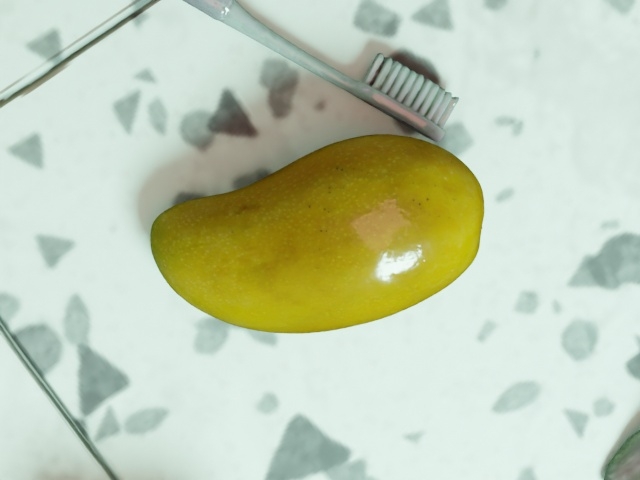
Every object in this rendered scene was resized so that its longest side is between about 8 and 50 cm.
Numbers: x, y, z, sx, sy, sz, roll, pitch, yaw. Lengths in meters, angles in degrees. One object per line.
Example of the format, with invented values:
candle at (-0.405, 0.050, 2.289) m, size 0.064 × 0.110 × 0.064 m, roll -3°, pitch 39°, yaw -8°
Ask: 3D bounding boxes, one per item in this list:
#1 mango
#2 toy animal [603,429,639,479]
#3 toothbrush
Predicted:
mango at (0.000, 0.000, 0.958) m, size 0.184 × 0.085 × 0.102 m, roll -13°, pitch 100°, yaw 0°
toy animal at (0.285, 0.100, 1.002) m, size 0.251 × 0.125 × 0.127 m, roll -35°, pitch 74°, yaw 5°
toothbrush at (-0.079, -0.149, 0.951) m, size 0.354 × 0.024 × 0.029 m, roll 28°, pitch 89°, yaw -12°
